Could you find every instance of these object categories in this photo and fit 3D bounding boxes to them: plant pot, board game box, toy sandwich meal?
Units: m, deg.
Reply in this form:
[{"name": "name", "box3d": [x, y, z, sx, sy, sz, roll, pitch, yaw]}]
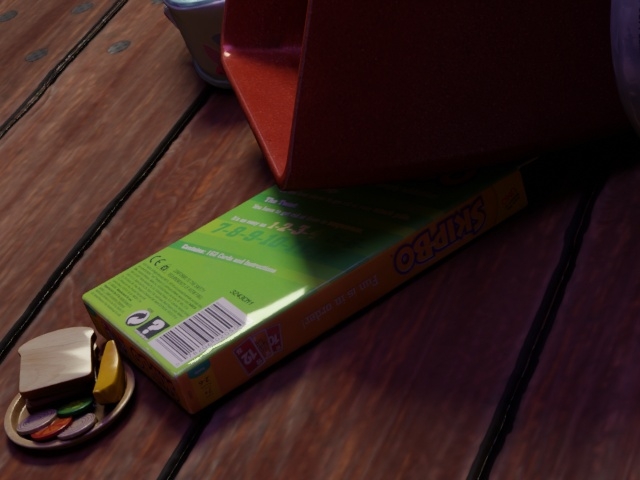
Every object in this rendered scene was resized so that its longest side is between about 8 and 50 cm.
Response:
[{"name": "plant pot", "box3d": [0.087, -0.188, 0.940, 0.235, 0.267, 0.267, 4, 22, -13]}, {"name": "board game box", "box3d": [0.000, 0.000, 0.926, 0.259, 0.039, 0.124, -33, 34, -18]}, {"name": "toy sandwich meal", "box3d": [-0.142, 0.081, 0.882, 0.085, 0.029, 0.086, -14, 31, 9]}]

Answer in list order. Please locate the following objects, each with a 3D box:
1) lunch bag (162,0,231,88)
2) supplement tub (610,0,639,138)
[{"name": "lunch bag", "box3d": [0.004, -0.230, 1.197, 0.279, 0.108, 0.224, -20, 47, 5]}, {"name": "supplement tub", "box3d": [0.326, -0.104, 0.743, 0.338, 0.207, 0.207, 13, 44, 43]}]
